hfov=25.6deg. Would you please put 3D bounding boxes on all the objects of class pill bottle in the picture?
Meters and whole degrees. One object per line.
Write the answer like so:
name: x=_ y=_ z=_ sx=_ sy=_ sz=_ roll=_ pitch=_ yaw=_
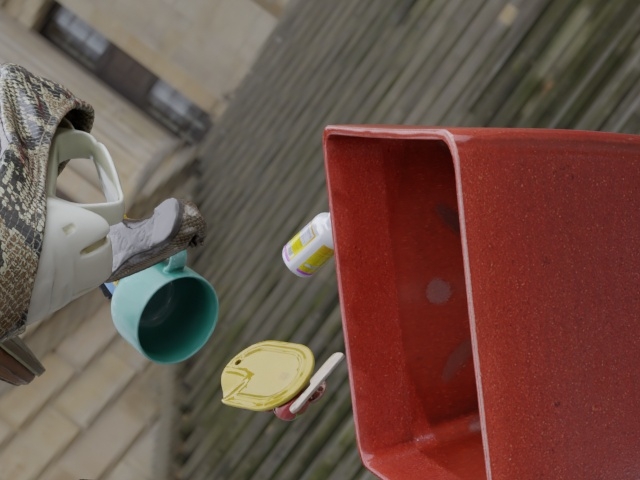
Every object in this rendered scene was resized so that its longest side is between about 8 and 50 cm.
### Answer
pill bottle: x=0.000 y=0.000 z=1.463 sx=0.083 sy=0.043 sz=0.043 roll=-42 pitch=4 yaw=37

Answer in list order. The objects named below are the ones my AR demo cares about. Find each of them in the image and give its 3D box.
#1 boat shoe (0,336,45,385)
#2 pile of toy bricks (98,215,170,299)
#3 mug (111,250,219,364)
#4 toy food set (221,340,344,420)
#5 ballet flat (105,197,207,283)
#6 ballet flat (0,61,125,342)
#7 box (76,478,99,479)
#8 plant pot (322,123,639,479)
boat shoe: x=-0.474 y=0.117 z=1.779 sx=0.104 sy=0.111 sz=0.307 roll=-48 pitch=-43 yaw=-5
pile of toy bricks: x=-0.237 y=0.052 z=2.039 sx=0.105 sy=0.212 sz=0.118 roll=-28 pitch=12 yaw=35
mug: x=-0.209 y=0.077 z=1.896 sx=0.129 sy=0.097 sz=0.157 roll=32 pitch=-91 yaw=-43
toy food set: x=-0.055 y=0.222 z=2.097 sx=0.218 sy=0.071 sz=0.128 roll=5 pitch=49 yaw=47
ballet flat: x=-0.204 y=0.003 z=1.667 sx=0.250 sy=0.058 sz=0.084 roll=-22 pitch=57 yaw=53
ballet flat: x=-0.289 y=-0.035 z=1.435 sx=0.483 sy=0.182 sz=0.164 roll=-97 pitch=22 yaw=-57
box: x=-0.134 y=0.458 z=1.608 sx=0.179 sy=0.343 sz=0.312 roll=-116 pitch=37 yaw=-60
plant pot: x=0.163 y=0.040 z=0.992 sx=0.236 sy=0.267 sz=0.267 roll=-8 pitch=7 yaw=-17
